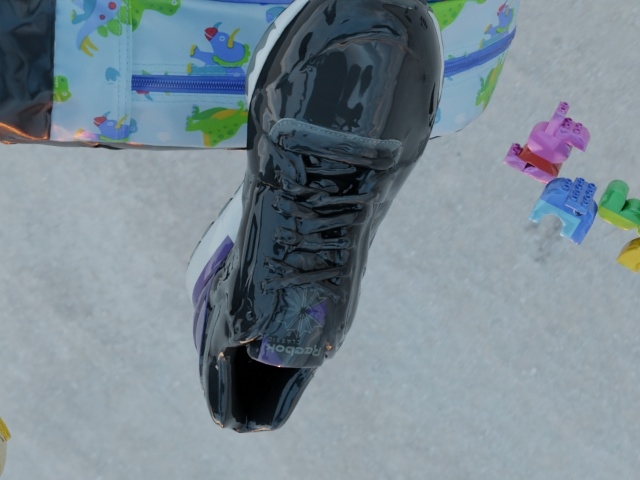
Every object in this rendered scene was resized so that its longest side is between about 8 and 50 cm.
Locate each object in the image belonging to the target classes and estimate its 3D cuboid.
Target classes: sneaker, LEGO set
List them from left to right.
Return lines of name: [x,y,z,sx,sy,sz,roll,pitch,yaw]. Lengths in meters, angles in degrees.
sneaker: [0.000,0.000,0.633,0.107,0.124,0.283,8,136,-14]
LEGO set: [0.261,-0.034,0.954,0.227,0.087,0.093,28,130,6]

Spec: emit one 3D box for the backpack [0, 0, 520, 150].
backpack: [-0.036,-0.177,0.813,0.355,0.290,0.273,14,117,-12]

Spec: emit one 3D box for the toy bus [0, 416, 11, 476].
toy bus: [-0.247,0.139,0.661,0.149,0.220,0.211,-38,102,-6]
